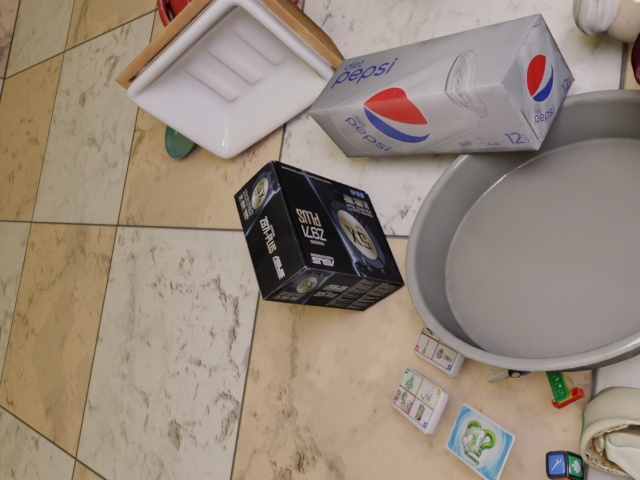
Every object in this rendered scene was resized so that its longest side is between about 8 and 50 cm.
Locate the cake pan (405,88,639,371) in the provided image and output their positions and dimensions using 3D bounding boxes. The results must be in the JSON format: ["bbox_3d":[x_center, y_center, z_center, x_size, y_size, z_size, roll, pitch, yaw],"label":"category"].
[{"bbox_3d":[0.216,-0.010,0.517,0.293,0.054,0.293,-27,41,27],"label":"cake pan"}]

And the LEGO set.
[{"bbox_3d":[0.180,0.133,0.562,0.182,0.060,0.244,-67,24,-1],"label":"LEGO set"}]

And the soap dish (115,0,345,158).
[{"bbox_3d":[-0.134,-0.267,0.862,0.291,0.229,0.118,-25,48,37],"label":"soap dish"}]

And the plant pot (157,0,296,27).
[{"bbox_3d":[-0.162,-0.404,0.935,0.174,0.191,0.191,-33,59,40],"label":"plant pot"}]

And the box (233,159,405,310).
[{"bbox_3d":[0.000,0.000,0.693,0.077,0.180,0.147,-38,57,32],"label":"box"}]

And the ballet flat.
[{"bbox_3d":[0.318,0.179,0.421,0.248,0.086,0.086,6,85,45],"label":"ballet flat"}]

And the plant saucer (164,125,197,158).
[{"bbox_3d":[-0.259,-0.213,1.094,0.119,0.021,0.119,-11,74,41],"label":"plant saucer"}]

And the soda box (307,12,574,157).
[{"bbox_3d":[0.118,-0.160,0.639,0.286,0.091,0.098,9,61,51],"label":"soda box"}]

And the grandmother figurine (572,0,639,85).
[{"bbox_3d":[0.339,-0.150,0.448,0.342,0.207,0.104,53,157,40],"label":"grandmother figurine"}]
